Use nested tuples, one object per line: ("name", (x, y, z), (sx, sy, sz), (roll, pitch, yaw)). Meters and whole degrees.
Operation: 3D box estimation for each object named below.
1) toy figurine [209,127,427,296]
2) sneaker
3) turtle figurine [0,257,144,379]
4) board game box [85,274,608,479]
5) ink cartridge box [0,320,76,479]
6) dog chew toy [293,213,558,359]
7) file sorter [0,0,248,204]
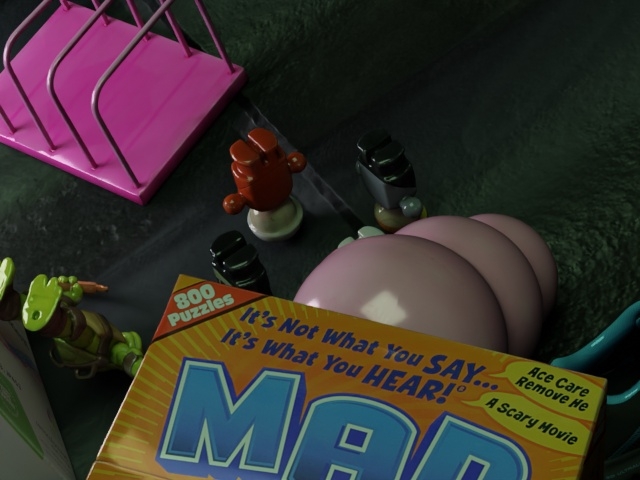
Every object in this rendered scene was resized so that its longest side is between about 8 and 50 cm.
("toy figurine", (0.000, 0.000, 2.008), (0.210, 0.148, 0.213), (-2, 51, 11))
("sneaker", (0.353, 0.098, 1.800), (0.341, 0.139, 0.125), (-32, 48, -7))
("turtle figurine", (-0.250, 0.087, 2.004), (0.269, 0.217, 0.087), (36, 92, 39))
("board game box", (0.013, 0.301, 1.586), (0.357, 0.356, 0.356), (14, 59, 15))
("ink cartridge box", (-0.376, 0.110, 2.009), (0.119, 0.207, 0.353), (-28, 50, 2))
("dog chew toy", (0.113, 0.071, 1.842), (0.207, 0.206, 0.332), (16, 27, 29))
("file sorter", (-0.274, -0.212, 2.238), (0.291, 0.182, 0.202), (23, 64, 33))
